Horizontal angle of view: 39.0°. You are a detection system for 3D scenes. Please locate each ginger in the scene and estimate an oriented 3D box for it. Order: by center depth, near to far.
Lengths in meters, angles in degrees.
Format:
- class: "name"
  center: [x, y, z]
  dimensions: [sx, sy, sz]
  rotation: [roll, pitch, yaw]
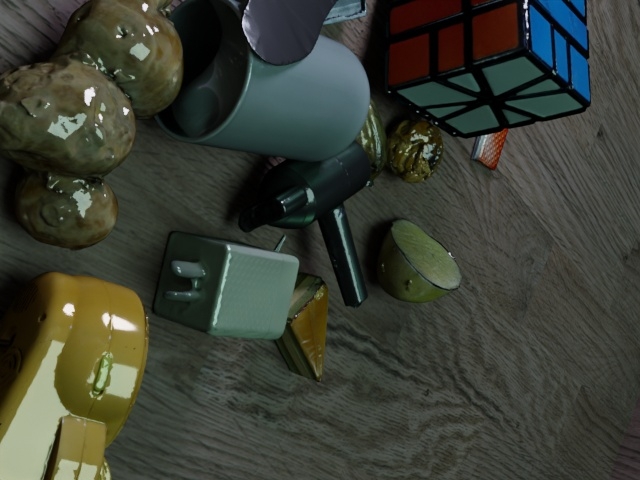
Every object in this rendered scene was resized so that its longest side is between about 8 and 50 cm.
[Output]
- class: "ginger"
  center: [-0.286, -0.182, 1.144]
  dimensions: [0.375, 0.176, 0.256]
  rotation: [-64, 157, -16]

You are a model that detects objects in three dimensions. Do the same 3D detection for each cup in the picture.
- class: "cup"
  center: [-0.077, -0.224, 1.339]
  dimensions: [0.312, 0.206, 0.205]
  rotation: [6, 96, -51]

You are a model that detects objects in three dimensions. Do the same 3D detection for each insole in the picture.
- class: "insole"
  center: [-0.032, -0.338, 1.282]
  dimensions: [0.119, 0.009, 0.348]
  rotation: [52, 36, -21]

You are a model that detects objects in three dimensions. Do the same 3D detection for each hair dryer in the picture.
- class: "hair dryer"
  center: [0.000, 0.000, 1.517]
  dimensions: [0.244, 0.116, 0.302]
  rotation: [-36, 115, -44]

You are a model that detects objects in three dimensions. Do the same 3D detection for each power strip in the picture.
- class: "power strip"
  center: [-0.163, 0.067, 1.376]
  dimensions: [0.224, 0.140, 0.139]
  rotation: [12, 92, -49]

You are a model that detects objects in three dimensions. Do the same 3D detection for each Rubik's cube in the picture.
- class: "Rubik's cube"
  center: [0.303, -0.374, 1.630]
  dimensions: [0.288, 0.294, 0.283]
  rotation: [21, 68, -52]

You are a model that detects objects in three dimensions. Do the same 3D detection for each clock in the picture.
- class: "clock"
  center: [-0.340, 0.193, 1.133]
  dimensions: [0.200, 0.244, 0.316]
  rotation: [25, 78, -34]

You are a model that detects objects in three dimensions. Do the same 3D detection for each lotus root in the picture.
- class: "lotus root"
  center: [0.075, -0.183, 1.624]
  dimensions: [0.089, 0.080, 0.179]
  rotation: [-9, 108, -5]

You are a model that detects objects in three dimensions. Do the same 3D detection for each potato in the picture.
- class: "potato"
  center: [0.177, 0.060, 1.789]
  dimensions: [0.117, 0.182, 0.202]
  rotation: [-47, 168, 23]

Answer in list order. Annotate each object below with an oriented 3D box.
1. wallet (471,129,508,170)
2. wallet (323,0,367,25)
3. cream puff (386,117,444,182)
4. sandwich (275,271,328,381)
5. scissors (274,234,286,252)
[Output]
- class: "wallet"
  center: [0.393, -0.261, 2.023]
  dimensions: [0.103, 0.020, 0.196]
  rotation: [20, 86, -50]
- class: "wallet"
  center: [-0.009, -0.518, 1.439]
  dimensions: [0.237, 0.075, 0.342]
  rotation: [-29, 120, -49]
- class: "cream puff"
  center: [0.184, -0.169, 1.746]
  dimensions: [0.119, 0.104, 0.133]
  rotation: [-48, 134, -39]
- class: "sandwich"
  center: [-0.020, 0.155, 1.614]
  dimensions: [0.113, 0.079, 0.163]
  rotation: [-47, 132, -30]
- class: "scissors"
  center: [-0.080, 0.025, 1.563]
  dimensions: [0.036, 0.006, 0.083]
  rotation: [44, 68, -45]
